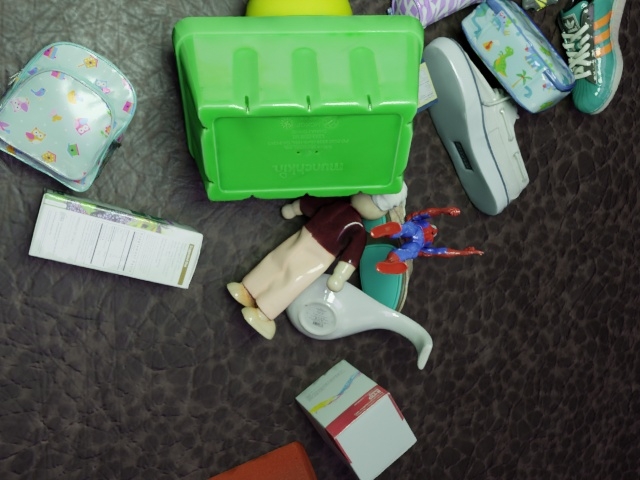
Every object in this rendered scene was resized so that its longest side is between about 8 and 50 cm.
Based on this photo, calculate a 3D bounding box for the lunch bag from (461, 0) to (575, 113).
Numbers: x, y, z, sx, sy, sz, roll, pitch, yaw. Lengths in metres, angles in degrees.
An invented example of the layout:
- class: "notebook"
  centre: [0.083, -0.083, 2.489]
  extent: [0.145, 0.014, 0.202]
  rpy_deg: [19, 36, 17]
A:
- class: "lunch bag"
  centre: [0.360, -0.336, 1.099]
  extent: [0.219, 0.090, 0.176]
  rpy_deg: [55, 32, 9]

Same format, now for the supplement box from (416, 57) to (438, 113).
- class: "supplement box"
  centre: [0.156, -0.275, 1.096]
  extent: [0.056, 0.083, 0.083]
  rpy_deg: [-30, 110, -15]

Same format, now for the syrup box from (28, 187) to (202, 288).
- class: "syrup box"
  centre: [-0.313, -0.002, 0.942]
  extent: [0.237, 0.093, 0.096]
  rpy_deg: [15, 94, -25]

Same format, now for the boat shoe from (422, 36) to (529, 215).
- class: "boat shoe"
  centre: [0.317, -0.232, 1.149]
  extent: [0.156, 0.136, 0.367]
  rpy_deg: [-36, 116, -13]

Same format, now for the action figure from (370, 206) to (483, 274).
- class: "action figure"
  centre: [0.186, -0.006, 1.004]
  extent: [0.139, 0.280, 0.091]
  rpy_deg: [-6, 95, 20]

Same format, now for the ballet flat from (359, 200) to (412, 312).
- class: "ballet flat"
  centre: [0.129, -0.011, 1.135]
  extent: [0.106, 0.108, 0.315]
  rpy_deg: [-25, 115, -47]

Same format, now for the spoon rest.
- class: "spoon rest"
  centre: [0.065, 0.144, 1.100]
  extent: [0.277, 0.084, 0.137]
  rpy_deg: [21, 118, 7]

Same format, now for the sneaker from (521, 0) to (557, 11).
- class: "sneaker"
  centre: [0.431, -0.471, 1.209]
  extent: [0.083, 0.031, 0.035]
  rpy_deg: [-1, 115, -19]

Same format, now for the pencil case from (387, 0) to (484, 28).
- class: "pencil case"
  centre: [0.226, -0.436, 1.092]
  extent: [0.206, 0.086, 0.088]
  rpy_deg: [-29, 117, -16]

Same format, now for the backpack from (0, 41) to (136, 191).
- class: "backpack"
  centre: [-0.355, -0.182, 0.861]
  extent: [0.166, 0.144, 0.188]
  rpy_deg: [32, 84, -20]

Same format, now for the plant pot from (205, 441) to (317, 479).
- class: "plant pot"
  centre: [-0.085, 0.571, 1.084]
  extent: [0.267, 0.236, 0.267]
  rpy_deg: [-18, 107, -20]

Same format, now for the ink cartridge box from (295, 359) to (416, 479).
- class: "ink cartridge box"
  centre: [0.061, 0.330, 1.131]
  extent: [0.127, 0.176, 0.128]
  rpy_deg: [-37, 113, -16]

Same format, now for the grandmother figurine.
- class: "grandmother figurine"
  centre: [0.000, 0.000, 1.029]
  extent: [0.342, 0.207, 0.104]
  rpy_deg: [-41, 153, 6]

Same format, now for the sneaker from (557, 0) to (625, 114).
- class: "sneaker"
  centre: [0.529, -0.409, 1.225]
  extent: [0.121, 0.108, 0.302]
  rpy_deg: [4, 91, -24]

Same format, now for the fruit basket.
- class: "fruit basket"
  centre: [-0.035, -0.259, 0.944]
  extent: [0.392, 0.392, 0.282]
  rpy_deg: [-18, 140, -19]
